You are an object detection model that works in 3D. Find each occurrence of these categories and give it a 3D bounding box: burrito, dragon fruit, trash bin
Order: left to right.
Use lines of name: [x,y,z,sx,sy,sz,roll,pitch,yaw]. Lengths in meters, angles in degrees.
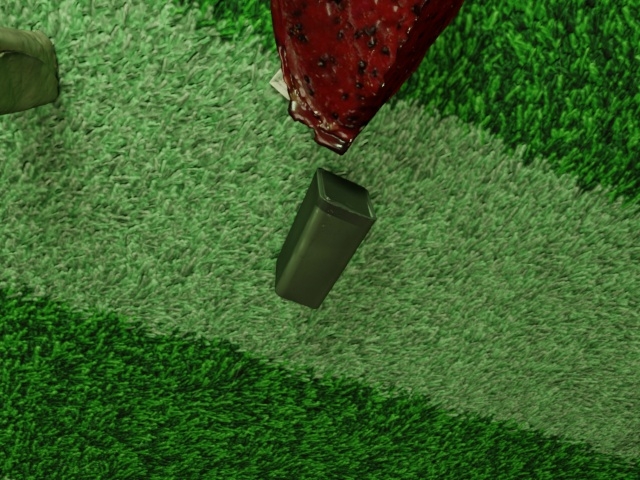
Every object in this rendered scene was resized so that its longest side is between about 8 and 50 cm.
burrito: [-0.518,-0.265,0.715,0.105,0.299,0.143,21,109,-9]
trash bin: [0.000,0.000,0.960,0.122,0.164,0.240,22,115,-14]
dragon fruit: [0.052,-0.350,0.819,0.286,0.228,0.329,30,130,11]

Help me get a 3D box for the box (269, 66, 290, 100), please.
box: [-0.050,-0.312,0.871,0.054,0.024,0.083,39,110,-19]
